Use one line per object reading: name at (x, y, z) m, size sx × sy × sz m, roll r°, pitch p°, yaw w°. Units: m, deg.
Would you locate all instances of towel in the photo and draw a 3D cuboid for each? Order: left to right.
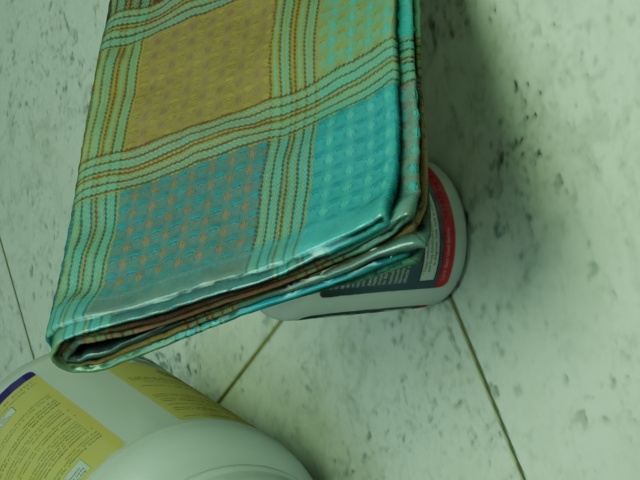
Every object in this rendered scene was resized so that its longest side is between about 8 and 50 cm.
towel at (-0.053, -0.098, 1.213) m, size 0.271 × 0.040 × 0.370 m, roll -20°, pitch 45°, yaw 24°

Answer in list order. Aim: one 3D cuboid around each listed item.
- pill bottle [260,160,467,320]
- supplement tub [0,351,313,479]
pill bottle at (0.000, 0.000, 1.259) m, size 0.108 × 0.180 × 0.108 m, roll 12°, pitch 104°, yaw 59°
supplement tub at (-0.140, 0.237, 1.473) m, size 0.331 × 0.241 × 0.241 m, roll 24°, pitch 114°, yaw 57°
